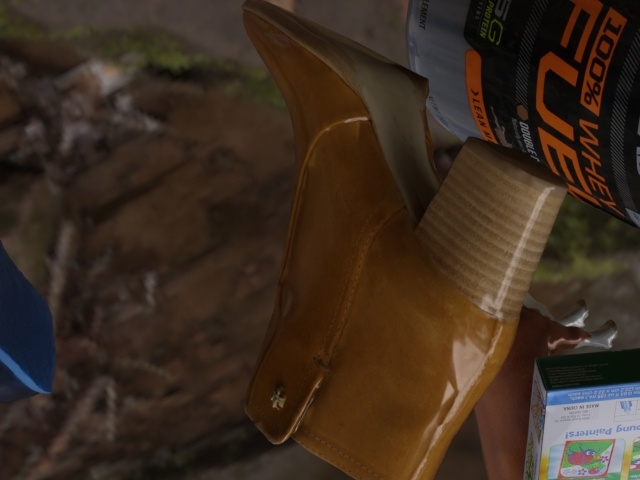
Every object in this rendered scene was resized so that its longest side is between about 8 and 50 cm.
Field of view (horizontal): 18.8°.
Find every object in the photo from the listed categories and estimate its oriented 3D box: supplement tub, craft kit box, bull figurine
[{"bbox_3d":[0.227,-0.106,1.190,0.207,0.338,0.207,-17,120,-32],"label":"supplement tub"},{"bbox_3d":[0.318,0.206,1.819,0.249,0.061,0.247,-4,125,-7],"label":"craft kit box"},{"bbox_3d":[0.219,0.144,1.999,0.188,0.310,0.101,-8,176,-22],"label":"bull figurine"}]

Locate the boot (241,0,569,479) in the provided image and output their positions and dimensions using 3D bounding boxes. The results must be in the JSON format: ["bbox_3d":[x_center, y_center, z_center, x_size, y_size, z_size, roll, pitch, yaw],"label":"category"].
[{"bbox_3d":[0.001,0.001,1.101,0.104,0.295,0.211,16,108,-42],"label":"boot"}]

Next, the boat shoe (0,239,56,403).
[{"bbox_3d":[-0.227,0.034,1.092,0.089,0.109,0.258,-7,145,9],"label":"boat shoe"}]
